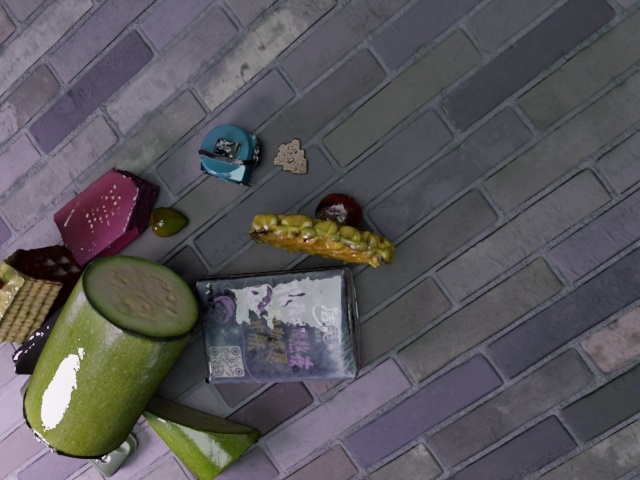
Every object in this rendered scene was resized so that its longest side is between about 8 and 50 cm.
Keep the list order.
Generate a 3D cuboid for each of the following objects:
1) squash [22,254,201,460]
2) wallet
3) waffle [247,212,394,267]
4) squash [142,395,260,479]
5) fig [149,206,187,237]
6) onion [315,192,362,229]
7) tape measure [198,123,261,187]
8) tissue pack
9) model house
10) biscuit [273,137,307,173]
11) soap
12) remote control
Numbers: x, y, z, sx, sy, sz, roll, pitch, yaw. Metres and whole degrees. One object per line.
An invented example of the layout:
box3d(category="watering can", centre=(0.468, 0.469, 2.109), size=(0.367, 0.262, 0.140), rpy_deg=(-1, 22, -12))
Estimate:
box3d(category="squash", centre=(-0.458, 0.254, 1.185), size=(0.263, 0.263, 0.384), rpy_deg=(38, 112, 7))
box3d(category="wallet", centre=(-0.555, 0.195, 1.316), size=(0.377, 0.197, 0.051), rpy_deg=(-41, 62, 11))
box3d(category="waffle", centre=(0.010, 0.001, 1.129), size=(0.329, 0.329, 0.062), rpy_deg=(9, 82, 11))
box3d(category="squash", centre=(-0.318, 0.438, 1.325), size=(0.203, 0.111, 0.289), rpy_deg=(-41, 84, 10))
box3d(category="fig", centre=(-0.365, -0.044, 1.319), size=(0.088, 0.074, 0.074), rpy_deg=(-1, 94, -10))
box3d(category="onion", centre=(0.042, -0.059, 1.222), size=(0.107, 0.097, 0.107), rpy_deg=(12, 139, 11))
box3d(category="tape measure", centre=(-0.208, -0.201, 1.268), size=(0.146, 0.081, 0.125), rpy_deg=(16, 87, 10))
box3d(category="tissue pack", centre=(-0.095, 0.197, 1.257), size=(0.361, 0.122, 0.259), rpy_deg=(-6, 95, 10))
box3d(category="model house", centre=(-0.696, 0.130, 1.307), size=(0.160, 0.254, 0.196), rpy_deg=(38, 101, 13))
box3d(category="biscuit", centre=(-0.062, -0.189, 1.269), size=(0.092, 0.016, 0.082), rpy_deg=(44, 96, 5))
box3d(category="soap", centre=(-0.509, -0.068, 1.335), size=(0.250, 0.099, 0.162), rpy_deg=(-36, 79, 12))
box3d(category="remote control", centre=(-0.629, 0.461, 1.412), size=(0.335, 0.065, 0.128), rpy_deg=(40, 103, 7))
